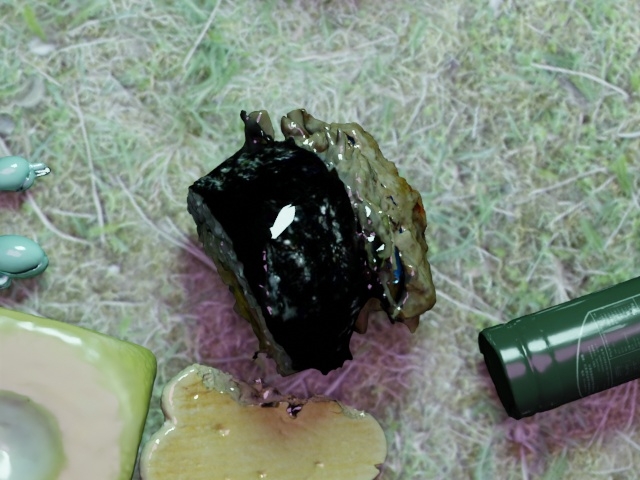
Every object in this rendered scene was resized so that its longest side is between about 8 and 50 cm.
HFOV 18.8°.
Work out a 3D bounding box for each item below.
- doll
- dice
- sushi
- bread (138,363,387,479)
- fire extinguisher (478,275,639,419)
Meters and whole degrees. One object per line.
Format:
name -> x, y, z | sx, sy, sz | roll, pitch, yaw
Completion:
doll -> -0.328, -0.020, 1.851 | 0.158, 0.059, 0.159 | 28, 81, -1
dice -> -0.279, 0.187, 1.748 | 0.227, 0.233, 0.238 | 15, 84, -4
sushi -> 0.005, -0.002, 1.805 | 0.219, 0.225, 0.238 | -22, 119, -15
bread -> -0.059, 0.222, 1.822 | 0.251, 0.039, 0.181 | 17, 85, -28
fire extinguisher -> 0.316, 0.087, 1.883 | 0.311, 0.095, 0.114 | -20, 130, -5
